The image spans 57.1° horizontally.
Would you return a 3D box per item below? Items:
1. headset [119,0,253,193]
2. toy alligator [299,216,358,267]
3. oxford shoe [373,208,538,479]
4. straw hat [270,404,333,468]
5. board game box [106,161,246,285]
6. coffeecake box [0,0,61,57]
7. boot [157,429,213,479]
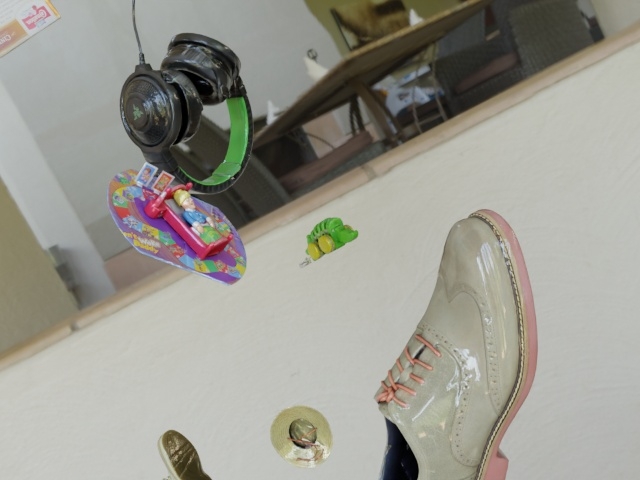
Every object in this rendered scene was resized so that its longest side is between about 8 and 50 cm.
[{"bbox_3d":[-0.216,-0.258,0.979,0.185,0.394,0.243,3,46,34],"label":"headset"},{"bbox_3d":[0.000,0.000,0.963,0.056,0.051,0.189,-26,-3,-32],"label":"toy alligator"},{"bbox_3d":[0.125,0.141,0.596,0.130,0.348,0.123,-1,13,-17],"label":"oxford shoe"},{"bbox_3d":[-0.037,0.417,1.285,0.144,0.144,0.061,-27,4,10],"label":"straw hat"},{"bbox_3d":[-0.137,-0.024,0.618,0.033,0.168,0.133,-47,39,24],"label":"board game box"},{"bbox_3d":[-0.442,-0.315,0.717,0.068,0.185,0.142,-1,42,41],"label":"coffeecake box"},{"bbox_3d":[-0.333,0.533,1.320,0.165,0.213,0.077,-26,9,33],"label":"boot"}]
